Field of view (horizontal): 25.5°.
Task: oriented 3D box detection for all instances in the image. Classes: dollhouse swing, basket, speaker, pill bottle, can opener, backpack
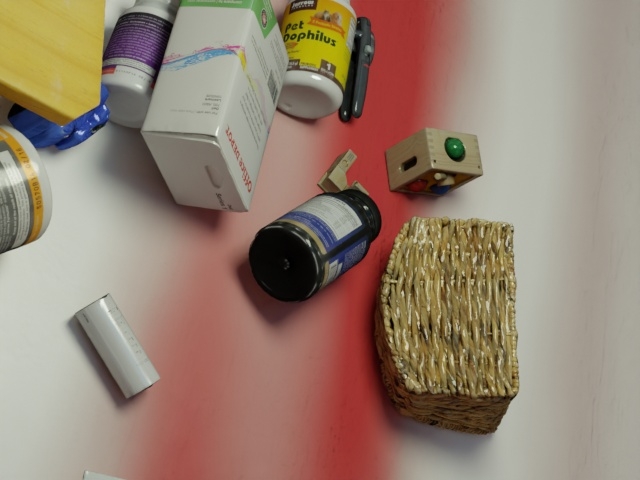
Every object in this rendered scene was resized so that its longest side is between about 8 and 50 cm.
[{"bbox_3d":[-0.490,-0.290,1.808,0.305,0.315,0.346,43,38,-52],"label":"dollhouse swing"},{"bbox_3d":[0.188,0.137,2.207,0.214,0.223,0.299,2,68,-1],"label":"basket"},{"bbox_3d":[-0.269,0.141,1.885,0.055,0.055,0.136,-34,94,-40],"label":"speaker"},{"bbox_3d":[-0.252,-0.267,2.026,0.108,0.108,0.193,31,57,-24],"label":"pill bottle"},{"bbox_3d":[0.000,0.000,2.089,0.122,0.123,0.219,60,36,-2],"label":"pill bottle"},{"bbox_3d":[-0.482,-0.035,1.727,0.278,0.162,0.162,-22,86,-41],"label":"pill bottle"},{"bbox_3d":[-0.008,-0.307,2.220,0.117,0.117,0.215,25,58,-27],"label":"pill bottle"},{"bbox_3d":[0.061,-0.279,2.299,0.073,0.059,0.186,22,60,-29],"label":"can opener"},{"bbox_3d":[-0.353,-0.174,1.921,0.101,0.098,0.120,55,49,-10],"label":"backpack"}]

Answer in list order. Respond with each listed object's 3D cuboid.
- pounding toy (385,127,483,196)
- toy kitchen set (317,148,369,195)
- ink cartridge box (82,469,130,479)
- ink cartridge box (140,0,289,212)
[{"bbox_3d":[0.186,-0.117,2.274,0.130,0.141,0.100,5,70,-35],"label":"pounding toy"},{"bbox_3d":[0.057,-0.092,2.215,0.083,0.068,0.075,46,51,-14],"label":"toy kitchen set"},{"bbox_3d":[-0.211,0.441,1.806,0.275,0.060,0.238,20,60,-29],"label":"ink cartridge box"},{"bbox_3d":[-0.144,-0.208,2.010,0.201,0.117,0.278,70,29,-59],"label":"ink cartridge box"}]
